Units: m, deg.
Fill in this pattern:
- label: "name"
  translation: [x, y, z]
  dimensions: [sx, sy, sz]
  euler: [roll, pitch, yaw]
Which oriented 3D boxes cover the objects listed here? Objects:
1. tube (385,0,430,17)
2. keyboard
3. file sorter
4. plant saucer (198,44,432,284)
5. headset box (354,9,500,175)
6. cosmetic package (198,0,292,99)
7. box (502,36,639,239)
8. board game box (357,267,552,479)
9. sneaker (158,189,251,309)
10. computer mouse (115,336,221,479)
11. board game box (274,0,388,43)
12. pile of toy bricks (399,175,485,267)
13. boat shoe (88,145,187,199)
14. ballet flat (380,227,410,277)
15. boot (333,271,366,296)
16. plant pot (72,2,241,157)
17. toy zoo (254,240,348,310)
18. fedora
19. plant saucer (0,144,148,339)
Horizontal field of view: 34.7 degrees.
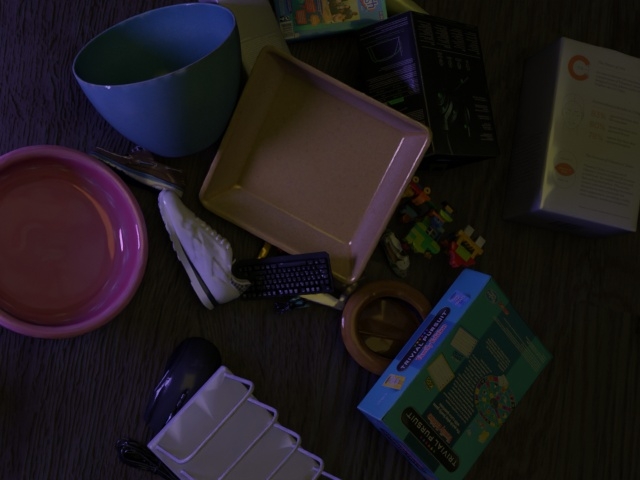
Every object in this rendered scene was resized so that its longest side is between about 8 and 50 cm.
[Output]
- label: "tube"
  translation: [0.132, -0.472, 2.004]
  dimensions: [0.240, 0.062, 0.070]
  euler: [34, 35, -6]
- label: "keyboard"
  translation: [-0.062, 0.082, 1.867]
  dimensions: [0.180, 0.023, 0.108]
  euler: [-6, 104, 18]
- label: "file sorter"
  translation: [-0.116, 0.390, 1.764]
  dimensions: [0.193, 0.173, 0.278]
  euler: [-46, 109, -18]
- label: "plant saucer"
  translation: [-0.009, -0.138, 1.831]
  dimensions: [0.332, 0.081, 0.333]
  euler: [28, 114, 3]
- label: "headset box"
  translation: [0.206, -0.263, 1.919]
  dimensions: [0.246, 0.131, 0.283]
  euler: [-6, 85, -52]
- label: "cosmetic package"
  translation: [-0.134, -0.374, 1.898]
  dimensions: [0.107, 0.127, 0.238]
  euler: [-20, 91, -16]
- label: "box"
  translation: [0.513, -0.195, 2.033]
  dimensions: [0.214, 0.168, 0.346]
  euler: [12, 81, -13]
- label: "board game box"
  translation: [0.257, 0.262, 1.912]
  dimensions: [0.336, 0.079, 0.254]
  euler: [-50, 122, -14]
- label: "sneaker"
  translation: [-0.215, 0.006, 1.846]
  dimensions: [0.094, 0.090, 0.235]
  euler: [-27, 104, 1]
- label: "computer mouse"
  translation: [-0.226, 0.316, 1.831]
  dimensions: [0.184, 0.060, 0.262]
  euler: [33, 77, -9]
- label: "board game box"
  translation: [0.015, -0.469, 1.947]
  dimensions: [0.210, 0.047, 0.160]
  euler: [-8, 95, 3]
- label: "pile of toy bricks"
  translation: [0.194, -0.019, 1.931]
  dimensions: [0.212, 0.118, 0.105]
  euler: [42, 68, -12]
- label: "boat shoe"
  translation: [-0.328, -0.134, 1.855]
  dimensions: [0.183, 0.066, 0.066]
  euler: [25, 73, -22]
- label: "ballet flat"
  translation: [0.147, 0.026, 1.959]
  dimensions: [0.041, 0.041, 0.114]
  euler: [-35, 111, -16]
- label: "boot"
  translation: [0.027, 0.067, 1.904]
  dimensions: [0.118, 0.042, 0.087]
  euler: [-38, 97, -15]
- label: "plant pot"
  translation: [-0.261, -0.262, 1.797]
  dimensions: [0.290, 0.290, 0.196]
  euler: [-29, 127, -16]
- label: "toy zoo"
  translation: [0.000, 0.000, 1.942]
  dimensions: [0.192, 0.030, 0.293]
  euler: [29, 77, -10]
- label: "fedora"
  translation: [0.123, 0.166, 1.932]
  dimensions: [0.194, 0.079, 0.195]
  euler: [2, 84, -16]
- label: "plant saucer"
  translation: [-0.465, 0.005, 1.758]
  dimensions: [0.332, 0.084, 0.332]
  euler: [5, 79, -28]
